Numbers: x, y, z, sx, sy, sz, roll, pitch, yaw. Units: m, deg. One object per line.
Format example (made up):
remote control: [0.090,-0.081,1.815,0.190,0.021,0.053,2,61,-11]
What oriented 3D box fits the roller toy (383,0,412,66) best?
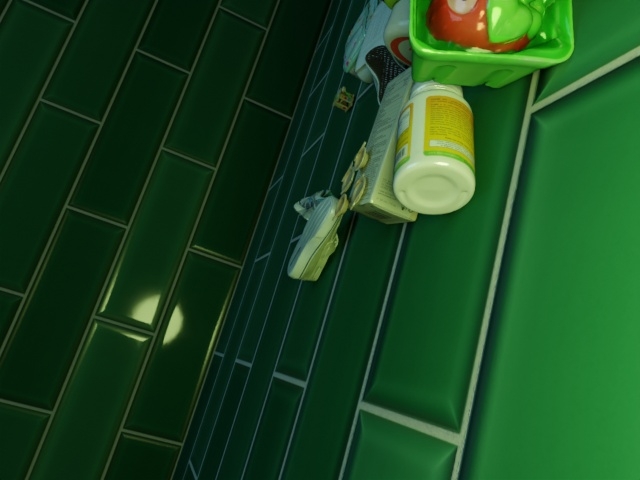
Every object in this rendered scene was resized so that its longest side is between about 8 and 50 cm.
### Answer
roller toy: [0.235,-0.434,1.046,0.209,0.191,0.146,21,89,36]

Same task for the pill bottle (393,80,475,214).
pill bottle: [0.206,-0.181,0.915,0.136,0.136,0.246,131,155,-52]

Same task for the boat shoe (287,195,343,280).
boat shoe: [0.000,0.000,1.453,0.109,0.094,0.302,-95,28,-46]

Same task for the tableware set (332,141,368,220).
tableware set: [0.067,-0.125,1.117,0.141,0.020,0.169,129,157,-52]

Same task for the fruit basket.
fruit basket: [0.276,-0.443,0.745,0.392,0.282,0.393,-177,90,-87]

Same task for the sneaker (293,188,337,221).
sneaker: [0.002,-0.103,1.625,0.122,0.110,0.283,-50,19,1]

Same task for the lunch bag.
lunch bag: [0.171,-0.708,1.761,0.224,0.107,0.279,126,158,-44]

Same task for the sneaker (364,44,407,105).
sneaker: [0.202,-0.377,1.311,0.105,0.123,0.290,-23,52,15]

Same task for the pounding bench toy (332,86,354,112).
pounding bench toy: [0.093,-0.521,1.864,0.083,0.065,0.052,-40,32,61]

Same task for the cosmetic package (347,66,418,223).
cosmetic package: [0.172,-0.199,1.098,0.310,0.113,0.160,-70,15,-5]

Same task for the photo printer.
photo printer: [0.223,-0.615,1.466,0.307,0.107,0.256,179,110,-73]
